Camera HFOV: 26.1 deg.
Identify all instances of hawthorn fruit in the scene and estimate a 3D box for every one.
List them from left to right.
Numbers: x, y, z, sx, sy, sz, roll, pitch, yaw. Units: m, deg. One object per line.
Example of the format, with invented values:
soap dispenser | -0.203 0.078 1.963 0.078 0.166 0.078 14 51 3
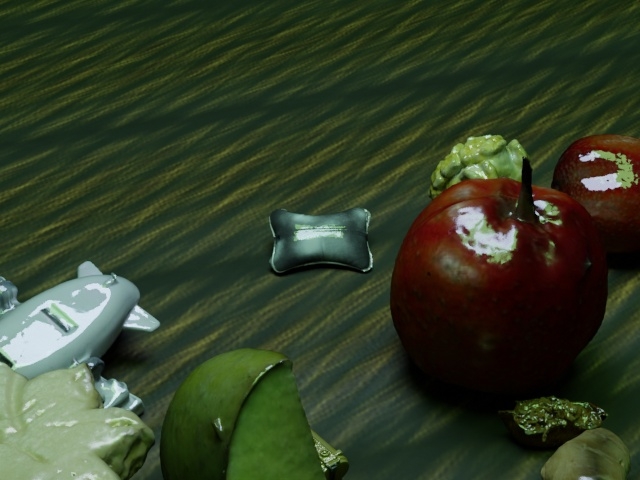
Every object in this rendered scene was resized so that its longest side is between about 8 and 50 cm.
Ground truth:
hawthorn fruit | 0.204 0.022 1.554 0.254 0.300 0.254 2 36 -2
hawthorn fruit | 0.397 -0.061 1.817 0.188 0.169 0.169 1 34 1

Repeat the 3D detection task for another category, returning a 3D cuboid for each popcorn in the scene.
popcorn | 0.213 -0.078 1.847 0.135 0.141 0.162 0 42 -6

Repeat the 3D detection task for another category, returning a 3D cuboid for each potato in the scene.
potato | -0.096 0.240 1.363 0.112 0.269 0.255 -20 12 -28

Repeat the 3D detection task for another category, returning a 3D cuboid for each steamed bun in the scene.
steamed bun | -0.308 0.241 1.357 0.292 0.137 0.295 13 29 18

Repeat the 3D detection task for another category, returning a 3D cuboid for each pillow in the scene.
pillow | 0.000 -0.001 1.799 0.135 0.055 0.091 -1 36 -2

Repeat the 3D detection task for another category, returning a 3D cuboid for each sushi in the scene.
sushi | 0.253 0.195 1.512 0.118 0.060 0.061 -8 40 -13

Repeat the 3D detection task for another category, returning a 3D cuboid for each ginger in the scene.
ginger | 0.281 0.256 1.415 0.095 0.069 0.190 24 30 -13

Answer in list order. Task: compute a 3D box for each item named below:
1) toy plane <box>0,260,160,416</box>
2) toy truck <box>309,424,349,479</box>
toy plane | -0.297 0.114 1.560 0.252 0.118 0.252 12 44 -11
toy truck | -0.022 0.222 1.455 0.052 0.063 0.123 -23 41 -31
